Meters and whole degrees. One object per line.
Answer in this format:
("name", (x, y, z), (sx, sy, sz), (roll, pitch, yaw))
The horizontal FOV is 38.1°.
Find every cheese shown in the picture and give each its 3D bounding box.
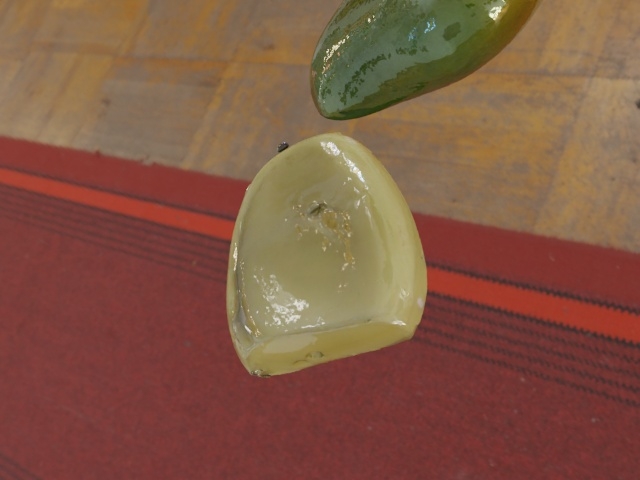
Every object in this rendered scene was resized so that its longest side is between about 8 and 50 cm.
("cheese", (0.000, 0.000, 1.159), (0.259, 0.128, 0.316), (-11, 58, 13))

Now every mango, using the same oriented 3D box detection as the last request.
("mango", (0.086, -0.185, 0.768), (0.251, 0.114, 0.156), (-35, 38, 49))
